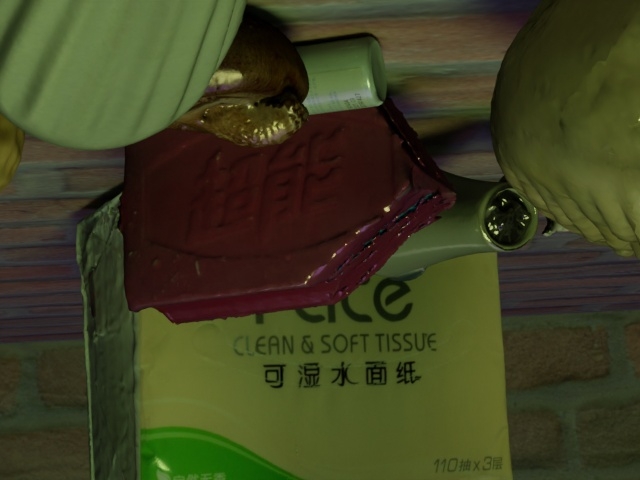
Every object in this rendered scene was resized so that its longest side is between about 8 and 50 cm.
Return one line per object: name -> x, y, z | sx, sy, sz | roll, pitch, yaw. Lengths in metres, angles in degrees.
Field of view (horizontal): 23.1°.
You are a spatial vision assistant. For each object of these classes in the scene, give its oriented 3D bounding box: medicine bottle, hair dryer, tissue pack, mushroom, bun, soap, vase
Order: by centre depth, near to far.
vase -> -0.084, -0.127, 0.674 | 0.128, 0.128, 0.248 | 0, 163, -20
bun -> 0.263, -0.072, 0.833 | 0.326, 0.234, 0.362 | 14, 177, -44
mushroom -> -0.068, -0.095, 0.975 | 0.127, 0.087, 0.127 | -6, 168, -1
medicine bottle -> 0.000, -0.108, 1.045 | 0.083, 0.047, 0.047 | -6, 171, 17
soap -> -0.024, -0.032, 1.192 | 0.250, 0.162, 0.099 | -9, 164, 24
hair dryer -> 0.039, -0.007, 1.307 | 0.296, 0.119, 0.298 | -6, -171, 45
tissue pack -> -0.026, 0.119, 1.582 | 0.405, 0.331, 0.205 | 0, 172, -25

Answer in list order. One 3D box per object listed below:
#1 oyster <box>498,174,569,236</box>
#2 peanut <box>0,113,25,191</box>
oyster -> 0.252, -0.067, 1.310 | 0.214, 0.083, 0.223 | -7, 166, 10
peanut -> -0.265, -0.071, 0.933 | 0.147, 0.147, 0.305 | -6, 173, 13
